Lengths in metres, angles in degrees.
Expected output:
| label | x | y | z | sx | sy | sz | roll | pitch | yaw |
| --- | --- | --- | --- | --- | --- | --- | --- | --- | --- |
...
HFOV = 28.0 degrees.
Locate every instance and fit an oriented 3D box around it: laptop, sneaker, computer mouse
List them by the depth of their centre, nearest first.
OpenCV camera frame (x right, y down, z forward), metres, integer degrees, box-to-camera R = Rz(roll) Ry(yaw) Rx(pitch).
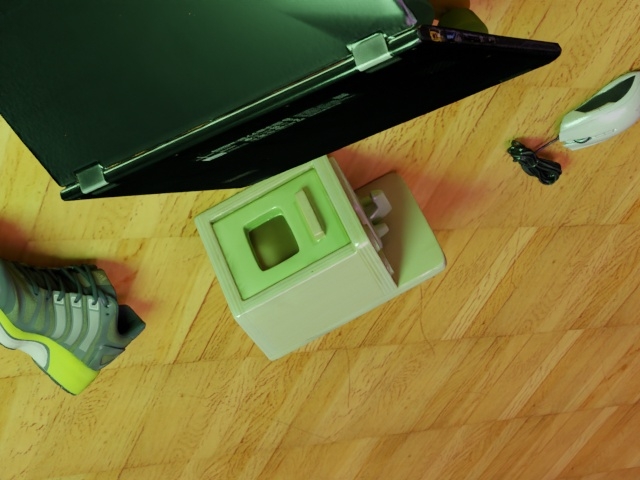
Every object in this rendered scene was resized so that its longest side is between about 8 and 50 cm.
| label | x | y | z | sx | sy | sz | roll | pitch | yaw |
| --- | --- | --- | --- | --- | --- | --- | --- | --- | --- |
| laptop | -0.077 | -0.200 | 1.069 | 0.382 | 0.236 | 0.408 | -19 | 173 | 34 |
| sneaker | -0.294 | 0.062 | 1.397 | 0.121 | 0.111 | 0.300 | -37 | 151 | -2 |
| computer mouse | 0.328 | -0.136 | 1.568 | 0.193 | 0.042 | 0.106 | -35 | 144 | 14 |

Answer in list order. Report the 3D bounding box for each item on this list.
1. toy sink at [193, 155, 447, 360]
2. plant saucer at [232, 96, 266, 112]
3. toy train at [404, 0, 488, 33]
| label | x | y | z | sx | sy | sz | roll | pitch | yaw |
| --- | --- | --- | --- | --- | --- | --- | --- | --- | --- |
| toy sink | 0.000 | 0.000 | 1.443 | 0.234 | 0.152 | 0.131 | -27 | 145 | 4 |
| plant saucer | -0.096 | -0.188 | 1.240 | 0.169 | 0.029 | 0.168 | -16 | 144 | -12 |
| toy train | 0.119 | -0.229 | 1.220 | 0.248 | 0.143 | 0.105 | 9 | 133 | -40 |
